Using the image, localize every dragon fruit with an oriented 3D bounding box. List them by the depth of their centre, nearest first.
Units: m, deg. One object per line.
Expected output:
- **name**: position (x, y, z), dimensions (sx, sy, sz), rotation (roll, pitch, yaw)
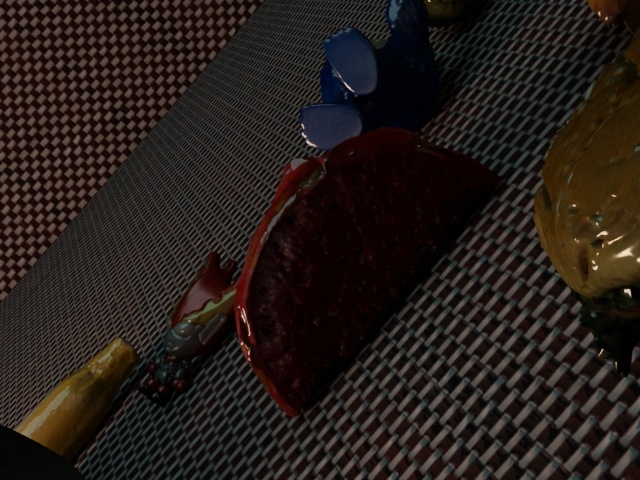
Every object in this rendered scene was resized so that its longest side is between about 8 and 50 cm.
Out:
- **dragon fruit**: position (0.000, 0.000, 1.357), dimensions (0.262, 0.134, 0.211), rotation (-50, 11, -5)

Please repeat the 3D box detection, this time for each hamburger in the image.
- **hamburger**: position (0.236, -0.063, 0.812), dimensions (0.309, 0.132, 0.211), rotation (-47, 12, 2)

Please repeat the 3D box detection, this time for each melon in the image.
- **melon**: position (0.131, -0.289, 1.795), dimensions (0.099, 0.099, 0.162), rotation (-48, 19, 4)

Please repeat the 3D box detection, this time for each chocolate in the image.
- **chocolate**: position (-0.287, 0.203, 1.823), dimensions (0.219, 0.085, 0.085), rotation (-47, 13, -9)

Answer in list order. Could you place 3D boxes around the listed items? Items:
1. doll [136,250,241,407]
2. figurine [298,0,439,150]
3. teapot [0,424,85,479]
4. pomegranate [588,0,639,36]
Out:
- **doll**: position (-0.130, 0.094, 1.669), dimensions (0.109, 0.057, 0.169), rotation (23, 86, 60)
- **figurine**: position (0.071, -0.167, 1.653), dimensions (0.164, 0.121, 0.262), rotation (-60, -7, 36)
- **teapot**: position (-0.423, 0.277, 1.584), dimensions (0.305, 0.285, 0.223), rotation (-54, 15, -21)
- **pomegranate**: position (0.216, -0.330, 1.262), dimensions (0.342, 0.342, 0.342), rotation (-45, 14, 15)
